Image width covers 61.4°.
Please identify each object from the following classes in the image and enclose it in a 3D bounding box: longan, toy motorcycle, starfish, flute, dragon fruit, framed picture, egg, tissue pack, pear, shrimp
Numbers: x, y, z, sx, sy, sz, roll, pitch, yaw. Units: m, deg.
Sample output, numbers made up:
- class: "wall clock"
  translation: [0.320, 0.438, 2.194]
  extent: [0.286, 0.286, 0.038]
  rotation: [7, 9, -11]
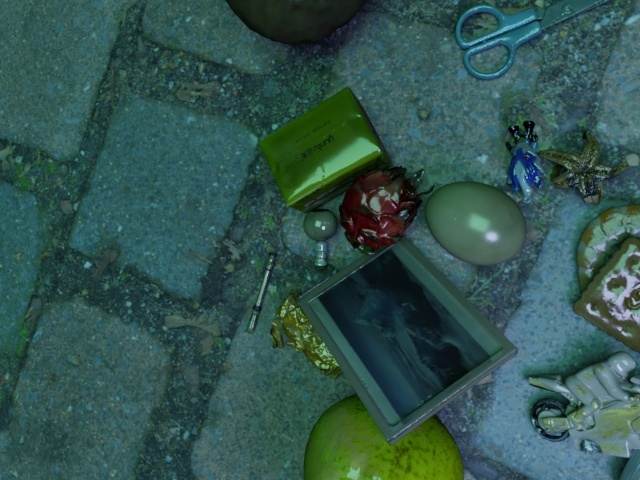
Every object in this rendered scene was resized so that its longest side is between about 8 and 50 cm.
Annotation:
- class: "longan"
  translation: [-0.072, -0.717, 1.336]
  extent: [0.403, 0.404, 0.436]
  rotation: [-30, 101, 13]
- class: "toy motorcycle"
  translation: [0.612, 0.348, 1.153]
  extent: [0.340, 0.107, 0.223]
  rotation: [-8, 82, 44]
- class: "starfish"
  translation: [0.605, -0.179, 1.255]
  extent: [0.189, 0.074, 0.146]
  rotation: [34, 102, 19]
- class: "flute"
  translation: [-0.165, 0.148, 1.497]
  extent: [0.027, 0.027, 0.233]
  rotation: [17, 91, 18]
- class: "dragon fruit"
  translation: [0.154, -0.087, 1.328]
  extent: [0.193, 0.192, 0.274]
  rotation: [32, 80, 28]
- class: "framed picture"
  translation: [0.171, 0.189, 1.227]
  extent: [0.326, 0.028, 0.446]
  rotation: [-34, 45, -5]
- class: "egg"
  translation: [0.359, -0.043, 1.261]
  extent: [0.241, 0.186, 0.186]
  rotation: [34, 97, 23]
- class: "tissue pack"
  translation: [0.014, -0.225, 1.391]
  extent: [0.274, 0.167, 0.201]
  rotation: [-29, 75, 15]
- class: "pear"
  translation: [0.131, 0.522, 1.199]
  extent: [0.390, 0.391, 0.392]
  rotation: [-1, 86, 17]
- class: "shrimp"
  translation: [0.681, 0.021, 1.216]
  extent: [0.185, 0.068, 0.287]
  rotation: [44, 100, 14]

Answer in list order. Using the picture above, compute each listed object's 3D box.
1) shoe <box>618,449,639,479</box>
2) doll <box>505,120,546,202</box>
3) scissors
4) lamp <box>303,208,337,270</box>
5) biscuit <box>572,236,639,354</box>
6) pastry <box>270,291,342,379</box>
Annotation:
- class: "shoe"
  translation: [0.733, 0.451, 1.147]
  extent: [0.100, 0.103, 0.251]
  rotation: [33, 102, 42]
- class: "doll"
  translation: [0.491, -0.185, 1.294]
  extent: [0.095, 0.070, 0.195]
  rotation: [-10, 79, 47]
- class: "scissors"
  translation: [0.560, -0.547, 1.313]
  extent: [0.446, 0.029, 0.193]
  rotation: [-18, 82, 16]
- class: "lamp"
  translation: [0.000, 0.000, 1.431]
  extent: [0.090, 0.091, 0.164]
  rotation: [3, 101, 18]
- class: "biscuit"
  translation: [0.748, 0.160, 1.168]
  extent: [0.324, 0.044, 0.217]
  rotation: [36, 107, 11]
- class: "pastry"
  translation: [-0.028, 0.245, 1.407]
  extent: [0.250, 0.102, 0.154]
  rotation: [37, 102, 15]
